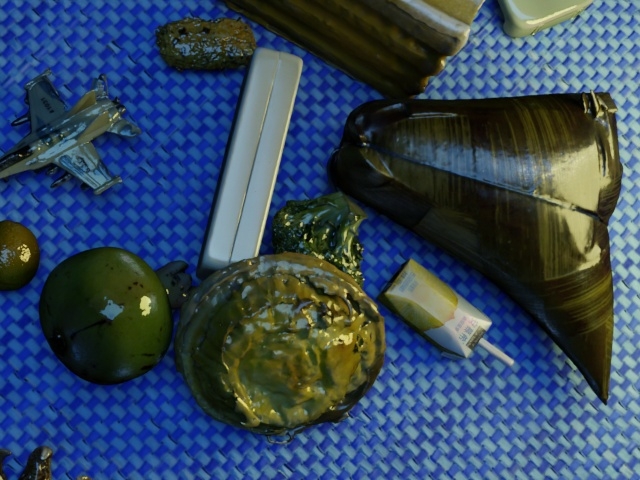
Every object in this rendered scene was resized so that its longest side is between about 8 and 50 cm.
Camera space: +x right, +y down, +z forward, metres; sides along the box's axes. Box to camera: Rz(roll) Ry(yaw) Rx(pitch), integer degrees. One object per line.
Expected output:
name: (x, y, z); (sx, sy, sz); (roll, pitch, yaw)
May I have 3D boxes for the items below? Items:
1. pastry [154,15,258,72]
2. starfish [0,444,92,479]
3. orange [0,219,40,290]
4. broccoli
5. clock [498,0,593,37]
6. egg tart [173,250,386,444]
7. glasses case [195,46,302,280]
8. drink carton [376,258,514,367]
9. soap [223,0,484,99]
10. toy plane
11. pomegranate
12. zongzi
pastry: (-0.158, -0.274, 1.681); (0.140, 0.056, 0.080); (-10, 69, -10)
starfish: (-0.383, 0.380, 1.508); (0.216, 0.071, 0.238); (-11, 71, -7)
orange: (-0.408, 0.019, 1.563); (0.085, 0.085, 0.095); (11, 57, -8)
broccoli: (0.000, 0.000, 1.616); (0.146, 0.162, 0.138); (35, 106, -26)
clock: (0.313, -0.410, 1.792); (0.152, 0.062, 0.191); (-23, 83, -13)
egg tart: (-0.048, 0.155, 1.534); (0.291, 0.107, 0.290); (-4, 114, -8)
glasses case: (-0.097, -0.097, 1.617); (0.070, 0.131, 0.312); (15, 77, -8)
drink carton: (0.178, 0.112, 1.656); (0.200, 0.074, 0.084); (39, 76, -2)
soap: (0.038, -0.343, 1.612); (0.335, 0.293, 0.156); (30, 72, -2)
toy plane: (-0.376, -0.119, 1.602); (0.262, 0.088, 0.192); (-33, 80, -5)
pomegranate: (-0.264, 0.079, 1.542); (0.179, 0.179, 0.210); (29, 49, -4)
zongzi: (0.215, 0.014, 1.632); (0.404, 0.208, 0.432); (-1, 88, -8)
